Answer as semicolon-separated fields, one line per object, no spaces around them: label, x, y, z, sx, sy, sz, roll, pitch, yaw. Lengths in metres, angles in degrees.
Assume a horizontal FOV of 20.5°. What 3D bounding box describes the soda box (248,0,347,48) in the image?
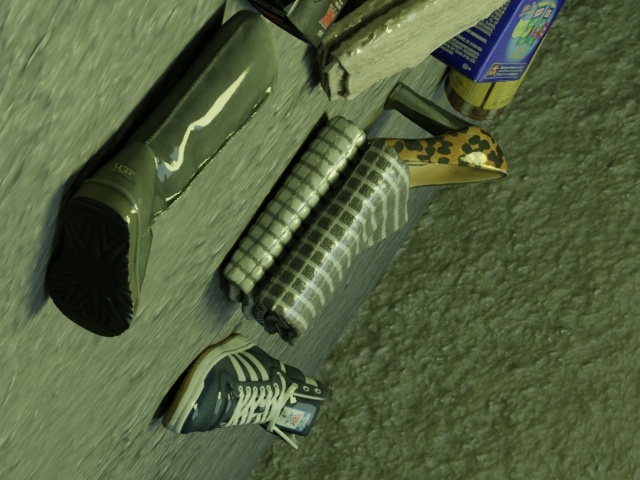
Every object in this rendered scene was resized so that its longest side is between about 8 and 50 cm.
soda box;-0.020;-0.190;1.313;0.060;0.053;0.169;-57;174;3

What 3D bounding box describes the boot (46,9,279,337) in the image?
boot;-0.112;-0.048;1.291;0.208;0.076;0.189;-61;179;-37

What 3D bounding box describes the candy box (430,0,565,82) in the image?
candy box;0.248;-0.353;2.126;0.317;0.122;0.268;-59;168;13

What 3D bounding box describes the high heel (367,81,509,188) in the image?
high heel;0.115;-0.063;2.270;0.261;0.186;0.093;-55;173;-19

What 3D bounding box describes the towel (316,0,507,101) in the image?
towel;0.119;-0.233;1.723;0.282;0.049;0.187;-34;173;-2

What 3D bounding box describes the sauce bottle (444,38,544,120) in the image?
sauce bottle;0.285;-0.321;2.616;0.111;0.111;0.344;-52;173;-39

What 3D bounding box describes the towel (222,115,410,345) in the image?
towel;0.000;0.000;2.032;0.235;0.121;0.283;-56;173;-7

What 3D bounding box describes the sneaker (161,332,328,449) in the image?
sneaker;-0.087;0.203;2.198;0.099;0.153;0.282;-60;173;16
